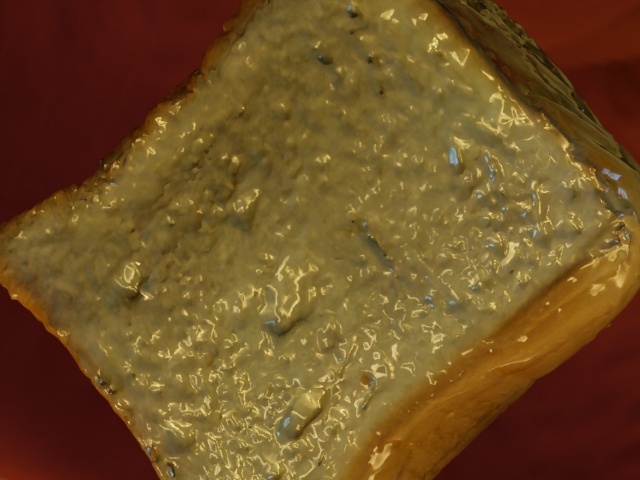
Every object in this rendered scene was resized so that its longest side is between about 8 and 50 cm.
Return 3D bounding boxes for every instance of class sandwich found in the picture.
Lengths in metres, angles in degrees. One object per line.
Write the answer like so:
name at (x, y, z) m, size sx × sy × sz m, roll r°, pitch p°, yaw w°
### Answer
sandwich at (0.000, 0.000, 0.880) m, size 0.251 × 0.226 × 0.087 m, roll -45°, pitch 163°, yaw 14°
